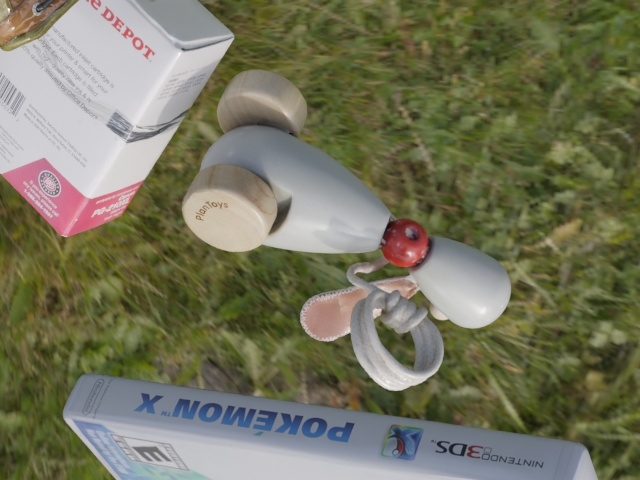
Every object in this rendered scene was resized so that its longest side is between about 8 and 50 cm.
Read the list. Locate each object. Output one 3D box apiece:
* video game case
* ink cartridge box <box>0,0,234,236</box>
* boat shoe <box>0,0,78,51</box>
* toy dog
[{"bbox_3d":[0.041,0.196,0.863,0.036,0.300,0.329,-67,148,-32],"label":"video game case"},{"bbox_3d":[-0.216,-0.151,1.349,0.172,0.100,0.237,44,120,12],"label":"ink cartridge box"},{"bbox_3d":[-0.162,-0.261,1.160,0.307,0.110,0.104,-36,109,-21],"label":"boat shoe"},{"bbox_3d":[0.000,0.000,1.365,0.334,0.161,0.220,47,52,0],"label":"toy dog"}]
